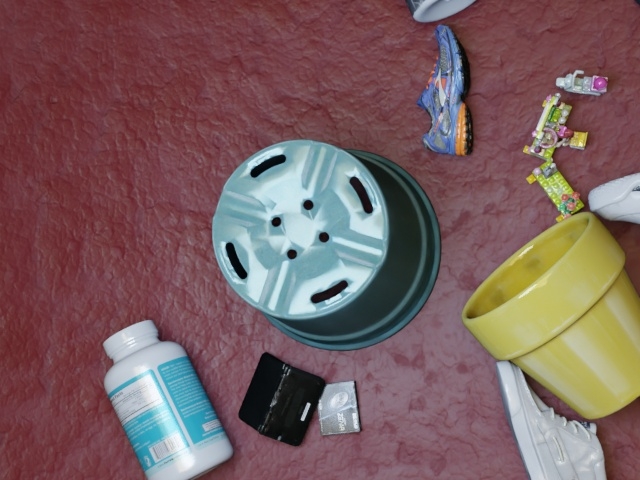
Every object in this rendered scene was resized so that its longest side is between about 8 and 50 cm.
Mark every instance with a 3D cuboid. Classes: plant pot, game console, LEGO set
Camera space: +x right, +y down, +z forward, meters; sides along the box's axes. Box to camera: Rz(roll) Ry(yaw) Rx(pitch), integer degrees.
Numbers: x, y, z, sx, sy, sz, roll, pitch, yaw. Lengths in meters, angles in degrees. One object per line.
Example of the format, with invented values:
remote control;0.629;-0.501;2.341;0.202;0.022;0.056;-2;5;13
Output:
plant pot;0.381;0.125;1.592;0.254;0.254;0.239;-41;93;5
game console;-0.065;0.262;1.761;0.107;0.071;0.122;21;92;-9
LEGO set;0.385;-0.128;1.674;0.132;0.107;0.287;0;84;11
plant pot;0.000;0.000;1.622;0.341;0.334;0.341;-1;85;11

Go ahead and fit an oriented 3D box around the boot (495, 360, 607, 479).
boot;0.364;0.296;1.654;0.123;0.095;0.258;-18;90;3

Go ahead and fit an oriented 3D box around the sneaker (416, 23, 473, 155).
sneaker;0.198;-0.245;1.739;0.087;0.083;0.221;-4;81;16

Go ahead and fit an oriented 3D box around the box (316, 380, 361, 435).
box;0.029;0.275;1.749;0.067;0.018;0.083;-7;83;11

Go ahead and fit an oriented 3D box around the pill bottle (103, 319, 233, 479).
pill bottle;-0.259;0.267;1.741;0.146;0.146;0.264;-28;80;7

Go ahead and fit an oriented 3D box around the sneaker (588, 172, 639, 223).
sneaker;0.588;0.008;1.597;0.366;0.137;0.210;2;83;3

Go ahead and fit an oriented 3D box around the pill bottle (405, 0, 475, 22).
pill bottle;0.166;-0.494;1.742;0.130;0.130;0.246;-23;80;8

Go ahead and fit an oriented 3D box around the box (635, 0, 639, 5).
box;0.625;-0.358;1.623;0.142;0.163;0.247;-42;79;1
